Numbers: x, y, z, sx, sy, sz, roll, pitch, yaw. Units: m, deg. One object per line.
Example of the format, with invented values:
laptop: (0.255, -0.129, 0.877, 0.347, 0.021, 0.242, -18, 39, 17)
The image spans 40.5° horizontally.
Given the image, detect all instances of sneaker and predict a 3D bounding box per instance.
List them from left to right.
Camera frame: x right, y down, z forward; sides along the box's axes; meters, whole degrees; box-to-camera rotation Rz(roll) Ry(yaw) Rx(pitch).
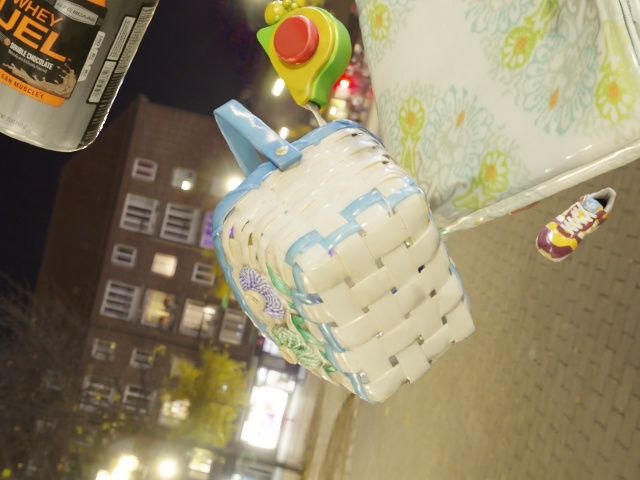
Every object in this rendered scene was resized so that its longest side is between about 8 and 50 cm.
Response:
sneaker: (0.445, -0.035, 1.511, 0.185, 0.069, 0.084, -35, -22, -36)

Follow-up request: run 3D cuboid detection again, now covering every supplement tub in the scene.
supplement tub: (-0.360, -0.316, 1.245, 0.338, 0.207, 0.207, -60, 7, 21)

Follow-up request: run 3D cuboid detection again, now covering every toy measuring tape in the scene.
toy measuring tape: (0.016, -0.234, 1.256, 0.330, 0.121, 0.121, 59, 159, 21)

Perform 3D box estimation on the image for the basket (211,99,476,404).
basket: (0.000, 0.000, 0.850, 0.254, 0.201, 0.289, 62, 172, -31)

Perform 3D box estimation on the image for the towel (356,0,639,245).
towel: (0.181, -0.195, 0.900, 0.374, 0.090, 0.320, -27, 65, 52)

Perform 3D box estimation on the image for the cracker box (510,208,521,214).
cracker box: (0.227, -0.148, 1.187, 0.067, 0.232, 0.156, -41, -11, 22)
